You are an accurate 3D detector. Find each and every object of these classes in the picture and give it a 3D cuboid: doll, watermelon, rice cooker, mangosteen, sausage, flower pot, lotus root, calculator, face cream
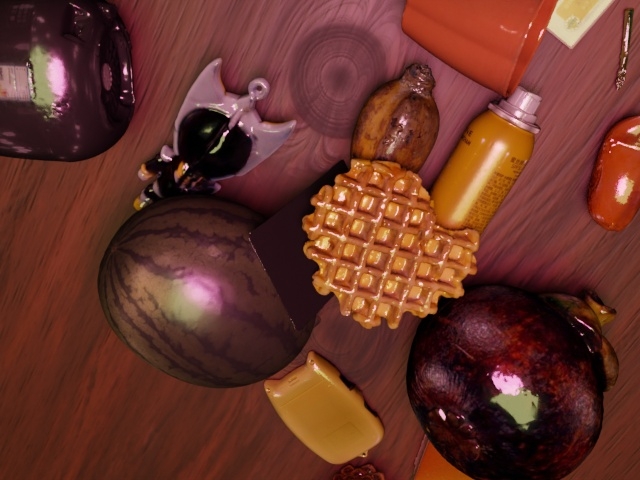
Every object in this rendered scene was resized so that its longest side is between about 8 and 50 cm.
[{"bbox_3d":[-0.174,-0.132,1.052,0.145,0.103,0.316,50,118,7],"label":"doll"},{"bbox_3d":[-0.154,0.082,1.033,0.279,0.278,0.359,-40,132,18],"label":"watermelon"},{"bbox_3d":[-0.392,-0.238,0.959,0.225,0.267,0.267,2,111,5],"label":"rice cooker"},{"bbox_3d":[0.289,0.213,1.045,0.330,0.330,0.330,2,111,5],"label":"mangosteen"},{"bbox_3d":[0.451,-0.102,1.011,0.089,0.089,0.179,14,109,1],"label":"sausage"},{"bbox_3d":[0.210,-0.306,0.901,0.173,0.190,0.190,26,112,12],"label":"flower pot"},{"bbox_3d":[0.112,-0.162,1.003,0.120,0.120,0.209,23,113,-3],"label":"lotus root"},{"bbox_3d":[0.012,0.319,1.245,0.157,0.033,0.236,-37,105,17],"label":"calculator"},{"bbox_3d":[0.222,-0.070,1.031,0.105,0.105,0.348,27,112,-5],"label":"face cream"}]

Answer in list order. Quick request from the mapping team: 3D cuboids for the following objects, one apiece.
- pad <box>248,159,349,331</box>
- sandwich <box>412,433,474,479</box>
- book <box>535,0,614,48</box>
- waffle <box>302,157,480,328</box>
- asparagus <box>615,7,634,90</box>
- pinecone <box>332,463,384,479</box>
[{"bbox_3d":[0.000,0.000,1.013,0.009,0.265,0.159,-12,111,40],"label":"pad"},{"bbox_3d":[0.225,0.389,1.235,0.162,0.058,0.193,-38,105,19],"label":"sandwich"},{"bbox_3d":[0.305,-0.436,0.925,0.295,0.020,0.208,36,111,-8],"label":"book"},{"bbox_3d":[0.100,0.000,0.966,0.249,0.056,0.253,-17,105,-3],"label":"waffle"},{"bbox_3d":[0.437,-0.274,0.976,0.015,0.014,0.114,-8,111,-14],"label":"asparagus"},{"bbox_3d":[0.068,0.537,1.248,0.169,0.185,0.212,24,129,23],"label":"pinecone"}]
